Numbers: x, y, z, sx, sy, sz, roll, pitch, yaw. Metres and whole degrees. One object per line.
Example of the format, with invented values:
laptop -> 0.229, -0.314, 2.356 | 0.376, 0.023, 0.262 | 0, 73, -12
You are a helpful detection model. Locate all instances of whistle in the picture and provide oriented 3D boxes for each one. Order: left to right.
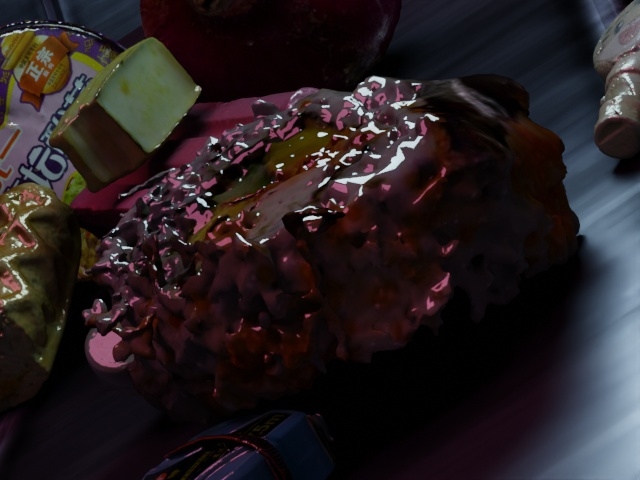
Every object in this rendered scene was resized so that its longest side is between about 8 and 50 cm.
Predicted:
whistle -> 0.301, -0.161, 1.444 | 0.126, 0.067, 0.258 | -35, 17, 40

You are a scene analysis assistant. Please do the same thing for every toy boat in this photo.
toy boat -> -0.213, -0.157, 1.812 | 0.084, 0.111, 0.276 | -37, 11, 29

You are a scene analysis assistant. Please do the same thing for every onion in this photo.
onion -> -0.083, -0.310, 2.000 | 0.347, 0.348, 0.385 | -27, -5, 16

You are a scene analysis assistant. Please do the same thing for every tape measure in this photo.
tape measure -> -0.070, 0.181, 1.146 | 0.146, 0.081, 0.125 | -13, 23, 49

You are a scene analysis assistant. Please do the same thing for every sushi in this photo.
sushi -> -0.004, 0.001, 1.287 | 0.417, 0.176, 0.417 | -22, 19, 8

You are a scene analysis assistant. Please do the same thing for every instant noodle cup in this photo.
instant noodle cup -> -0.376, -0.089, 2.041 | 0.340, 0.340, 0.266 | -41, 8, -25

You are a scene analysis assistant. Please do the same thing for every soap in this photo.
soap -> -0.119, -0.060, 1.778 | 0.233, 0.128, 0.359 | -41, 19, -21

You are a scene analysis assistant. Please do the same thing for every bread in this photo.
bread -> -0.343, 0.051, 1.766 | 0.268, 0.130, 0.152 | -84, 16, -48

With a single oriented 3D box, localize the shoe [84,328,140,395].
shoe -> -0.100, 0.079, 1.465 | 0.251, 0.100, 0.103 | -24, 56, -21
